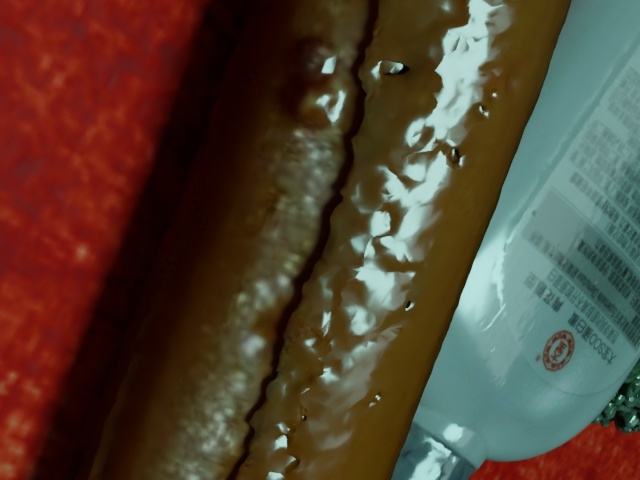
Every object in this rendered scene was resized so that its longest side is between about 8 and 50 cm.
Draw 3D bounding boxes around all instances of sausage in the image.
[{"bbox_3d":[0.000,0.000,0.552,0.102,0.102,0.330,5,109,-56],"label":"sausage"}]

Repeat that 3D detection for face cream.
[{"bbox_3d":[0.083,0.010,0.681,0.144,0.071,0.291,39,81,-39],"label":"face cream"}]

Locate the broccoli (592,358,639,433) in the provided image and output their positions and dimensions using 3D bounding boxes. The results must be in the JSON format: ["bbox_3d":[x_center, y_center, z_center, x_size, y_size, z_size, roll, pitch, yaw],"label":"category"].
[{"bbox_3d":[0.159,-0.008,0.785,0.118,0.122,0.204,-19,115,-66],"label":"broccoli"}]
